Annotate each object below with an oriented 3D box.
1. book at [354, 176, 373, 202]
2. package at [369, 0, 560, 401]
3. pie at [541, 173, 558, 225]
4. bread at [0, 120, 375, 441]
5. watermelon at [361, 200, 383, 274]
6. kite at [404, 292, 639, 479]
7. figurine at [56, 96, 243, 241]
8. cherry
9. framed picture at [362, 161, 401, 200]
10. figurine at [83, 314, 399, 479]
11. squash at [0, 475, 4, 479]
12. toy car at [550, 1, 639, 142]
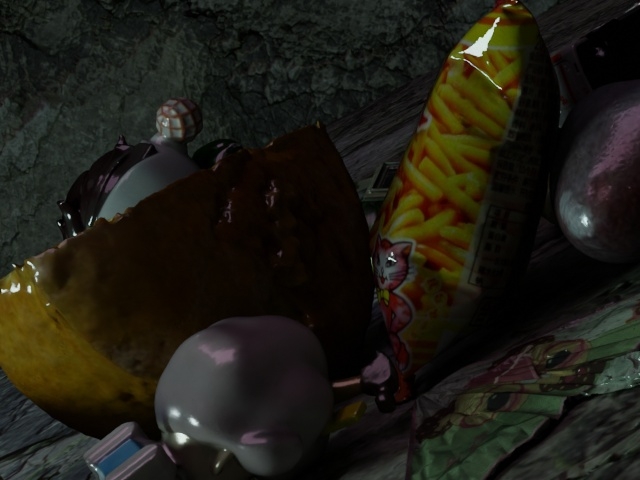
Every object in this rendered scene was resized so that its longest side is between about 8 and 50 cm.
[{"bbox_3d":[0.000,0.000,1.654,0.260,0.043,0.371,-35,11,-35],"label":"book"},{"bbox_3d":[0.104,-0.042,1.084,0.223,0.108,0.288,-61,-9,-82],"label":"package"},{"bbox_3d":[0.249,-0.061,1.207,0.187,0.041,0.187,-27,8,4],"label":"pie"},{"bbox_3d":[-0.083,0.050,1.144,0.194,0.179,0.340,-27,1,34],"label":"bread"},{"bbox_3d":[0.062,-0.011,1.407,0.105,0.062,0.105,-12,22,5],"label":"watermelon"},{"bbox_3d":[0.130,0.075,0.880,0.323,0.013,0.267,-34,9,-29],"label":"kite"},{"bbox_3d":[-0.152,-0.032,1.852,0.370,0.281,0.167,-16,38,-44],"label":"figurine"},{"bbox_3d":[0.225,-0.052,0.995,0.188,0.115,0.148,-14,3,45],"label":"cherry"},{"bbox_3d":[0.135,-0.059,1.418,0.183,0.011,0.142,-3,13,8],"label":"framed picture"},{"bbox_3d":[-0.067,0.119,0.953,0.229,0.112,0.137,-40,15,-10],"label":"figurine"},{"bbox_3d":[-0.286,0.220,1.011,0.220,0.133,0.220,-29,14,8],"label":"squash"},{"bbox_3d":[0.254,-0.142,1.245,0.209,0.089,0.108,-32,2,-31],"label":"toy car"}]
